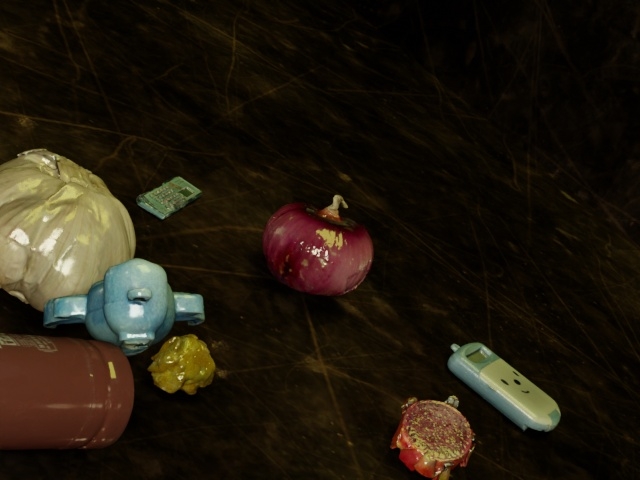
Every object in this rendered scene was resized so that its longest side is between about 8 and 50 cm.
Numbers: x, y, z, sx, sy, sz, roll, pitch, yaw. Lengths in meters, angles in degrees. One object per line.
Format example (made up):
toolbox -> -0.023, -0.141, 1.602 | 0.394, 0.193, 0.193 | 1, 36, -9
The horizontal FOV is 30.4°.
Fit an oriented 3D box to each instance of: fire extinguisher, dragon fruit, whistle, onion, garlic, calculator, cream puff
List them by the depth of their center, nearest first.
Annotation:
fire extinguisher -> -0.347, 0.141, 1.101 | 0.337, 0.135, 0.114 | 11, 71, -47
whistle -> -0.211, 0.080, 1.296 | 0.180, 0.093, 0.269 | -1, -10, -16
cream puff -> -0.165, 0.147, 1.399 | 0.083, 0.058, 0.083 | -44, 117, -44
garlic -> -0.322, -0.017, 1.425 | 0.228, 0.152, 0.228 | 34, 21, -15
dragon fruit -> 0.144, 0.270, 1.567 | 0.112, 0.068, 0.126 | 8, 41, -16
onion -> -0.004, 0.009, 1.826 | 0.177, 0.153, 0.177 | 7, -6, 1
calculator -> -0.237, -0.070, 1.857 | 0.057, 0.018, 0.172 | 35, 19, 4
calculator -> 0.292, 0.233, 1.890 | 0.210, 0.039, 0.121 | 39, 20, 19
